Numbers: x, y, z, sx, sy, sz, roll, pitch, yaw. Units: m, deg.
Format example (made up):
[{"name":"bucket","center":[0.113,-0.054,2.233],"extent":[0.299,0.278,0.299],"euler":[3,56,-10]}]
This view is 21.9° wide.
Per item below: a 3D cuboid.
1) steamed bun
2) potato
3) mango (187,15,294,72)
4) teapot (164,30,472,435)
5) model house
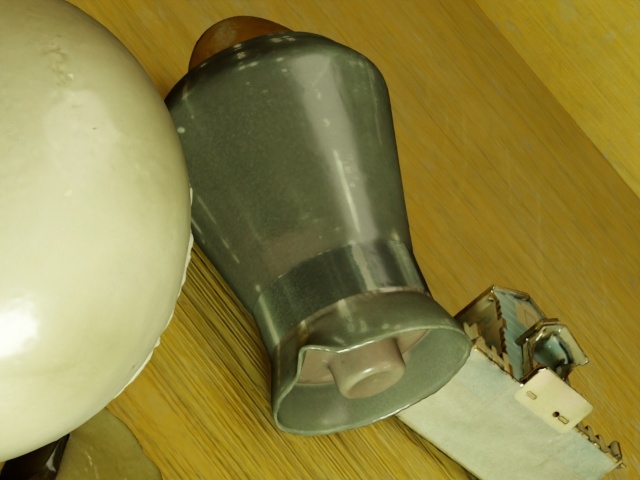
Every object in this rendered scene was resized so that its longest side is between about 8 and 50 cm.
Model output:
[{"name":"steamed bun","center":[-0.244,-0.014,1.055],"extent":[0.324,0.324,0.206],"euler":[60,15,27]},{"name":"potato","center":[-0.172,0.180,1.212],"extent":[0.103,0.066,0.096],"euler":[46,36,-17]},{"name":"mango","center":[-0.024,-0.134,1.864],"extent":[0.316,0.146,0.193],"euler":[38,-4,-37]},{"name":"teapot","center":[0.000,0.000,1.615],"extent":[0.300,0.253,0.344],"euler":[27,36,-57]},{"name":"model house","center":[0.201,0.148,1.812],"extent":[0.271,0.178,0.206],"euler":[37,23,-19]}]
